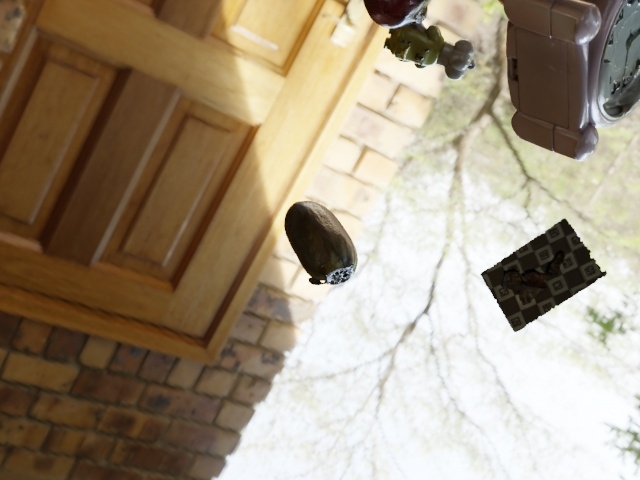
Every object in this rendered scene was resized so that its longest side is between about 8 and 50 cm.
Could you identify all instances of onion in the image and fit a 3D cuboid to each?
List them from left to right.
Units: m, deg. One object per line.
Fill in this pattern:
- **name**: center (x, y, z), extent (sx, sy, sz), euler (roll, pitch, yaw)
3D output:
- **onion**: center (0.127, -0.402, 1.598), extent (0.131, 0.131, 0.131), euler (27, -166, -7)

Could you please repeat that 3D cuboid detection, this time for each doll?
- **doll**: center (0.191, -0.328, 1.707), extent (0.163, 0.062, 0.106), euler (19, 150, 1)

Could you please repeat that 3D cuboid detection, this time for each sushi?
- **sushi**: center (0.414, 0.065, 1.835), extent (0.031, 0.201, 0.139), euler (30, -150, -59)

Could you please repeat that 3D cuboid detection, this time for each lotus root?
- **lotus root**: center (0.000, 0.000, 2.198), extent (0.124, 0.123, 0.241), euler (27, -155, -49)

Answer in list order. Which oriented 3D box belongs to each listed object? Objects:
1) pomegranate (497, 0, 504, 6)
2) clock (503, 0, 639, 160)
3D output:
- **pomegranate**: center (0.532, -0.645, 2.232), extent (0.343, 0.342, 0.342), euler (27, -166, -7)
- **clock**: center (0.444, -0.332, 1.558), extent (0.184, 0.326, 0.342), euler (36, 154, 32)
